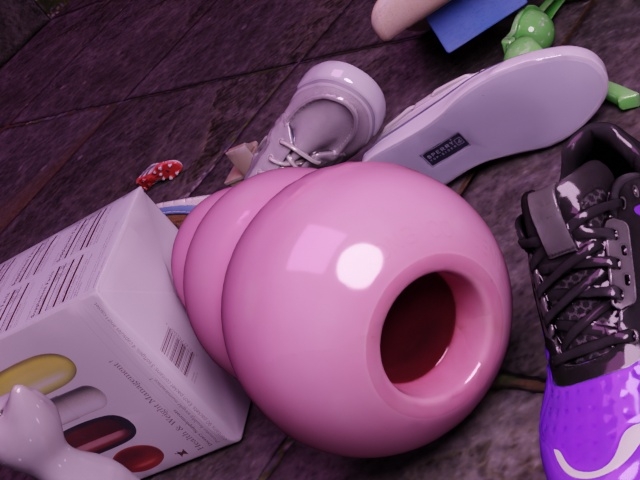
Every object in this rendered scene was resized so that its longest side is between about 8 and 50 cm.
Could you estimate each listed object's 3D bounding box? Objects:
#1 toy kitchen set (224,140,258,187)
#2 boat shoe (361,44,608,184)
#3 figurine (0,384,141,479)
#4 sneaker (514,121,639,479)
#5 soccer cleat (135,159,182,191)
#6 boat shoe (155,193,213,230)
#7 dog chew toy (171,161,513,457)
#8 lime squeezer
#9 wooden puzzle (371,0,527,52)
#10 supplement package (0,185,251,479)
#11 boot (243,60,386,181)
[{"bbox_3d":[-0.071,-0.102,1.283,0.083,0.068,0.075,-18,33,35],"label":"toy kitchen set"},{"bbox_3d":[0.143,-0.120,1.014,0.258,0.095,0.084,-22,33,32],"label":"boat shoe"},{"bbox_3d":[-0.240,0.208,0.856,0.215,0.209,0.092,-27,29,21],"label":"figurine"},{"bbox_3d":[0.169,0.034,0.686,0.102,0.146,0.293,-20,32,33],"label":"sneaker"},{"bbox_3d":[-0.220,-0.095,1.504,0.083,0.029,0.035,-26,33,34],"label":"soccer cleat"},{"bbox_3d":[-0.103,-0.009,1.032,0.183,0.066,0.066,-10,-4,39],"label":"boat shoe"},{"bbox_3d":[-0.009,0.035,0.838,0.206,0.206,0.332,-47,28,-16],"label":"dog chew toy"},{"bbox_3d":[0.229,-0.202,1.079,0.110,0.059,0.310,-28,28,22],"label":"lime squeezer"},{"bbox_3d":[0.216,-0.293,1.146,0.322,0.080,0.348,-31,4,14],"label":"wooden puzzle"},{"bbox_3d":[-0.193,0.100,0.981,0.203,0.194,0.149,-26,29,26],"label":"supplement package"},{"bbox_3d":[-0.020,-0.074,1.102,0.123,0.095,0.258,-61,5,-24],"label":"boot"}]
